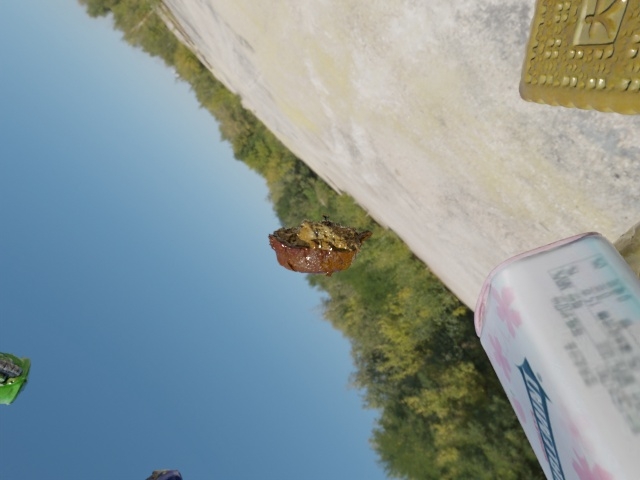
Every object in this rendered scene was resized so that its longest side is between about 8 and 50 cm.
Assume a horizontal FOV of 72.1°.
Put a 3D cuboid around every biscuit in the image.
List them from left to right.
[{"bbox_3d":[0.217,-0.218,0.292,0.029,0.255,0.172,0,-159,-15],"label":"biscuit"}]

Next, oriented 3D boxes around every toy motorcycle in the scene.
[{"bbox_3d":[-0.412,0.151,0.506,0.106,0.190,0.074,68,-157,-55],"label":"toy motorcycle"}]

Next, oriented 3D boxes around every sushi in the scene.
[{"bbox_3d":[0.002,0.002,0.479,0.117,0.060,0.061,-12,-138,-33],"label":"sushi"}]

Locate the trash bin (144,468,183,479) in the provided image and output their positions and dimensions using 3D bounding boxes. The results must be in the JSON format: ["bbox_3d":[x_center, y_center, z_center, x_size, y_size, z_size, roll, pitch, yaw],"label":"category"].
[{"bbox_3d":[-0.266,0.531,0.718,0.234,0.184,0.163,31,138,42],"label":"trash bin"}]

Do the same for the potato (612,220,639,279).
[{"bbox_3d":[0.611,0.024,0.746,0.141,0.296,0.192,41,-143,-14],"label":"potato"}]

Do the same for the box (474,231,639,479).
[{"bbox_3d":[0.238,0.194,0.310,0.190,0.112,0.370,63,-170,-54],"label":"box"}]
